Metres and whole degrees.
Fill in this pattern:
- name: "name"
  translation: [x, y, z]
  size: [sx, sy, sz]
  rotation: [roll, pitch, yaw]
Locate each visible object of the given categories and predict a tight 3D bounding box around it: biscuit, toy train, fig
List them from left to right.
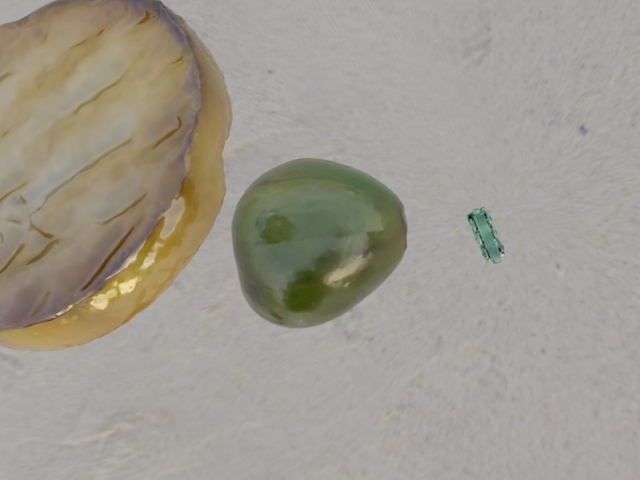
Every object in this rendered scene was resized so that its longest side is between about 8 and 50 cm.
- name: "biscuit"
  translation: [-0.197, -0.054, 0.849]
  size: [0.296, 0.102, 0.296]
  rotation: [-12, 61, 22]
- name: "fig"
  translation: [0.000, 0.000, 1.175]
  size: [0.191, 0.181, 0.181]
  rotation: [-11, 89, 11]
- name: "toy train"
  translation: [0.232, -0.008, 1.535]
  size: [0.033, 0.053, 0.083]
  rotation: [-24, 95, 5]
